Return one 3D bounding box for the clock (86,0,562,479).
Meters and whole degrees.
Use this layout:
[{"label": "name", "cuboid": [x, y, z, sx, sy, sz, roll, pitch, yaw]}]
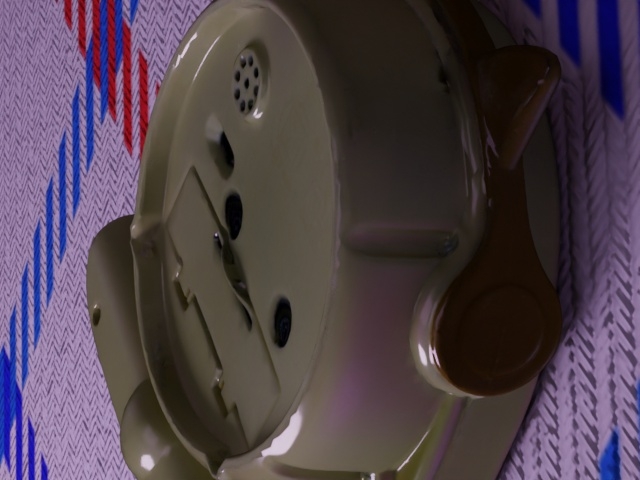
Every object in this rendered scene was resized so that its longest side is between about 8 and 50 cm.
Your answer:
[{"label": "clock", "cuboid": [0.000, 0.000, 0.949, 0.348, 0.117, 0.286, -64, 35, 37]}]
